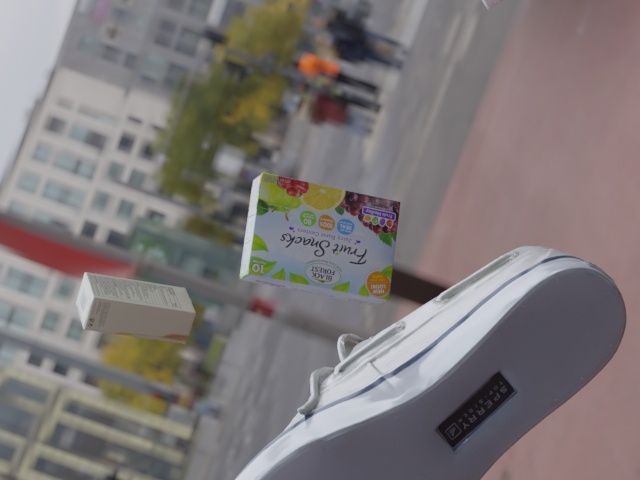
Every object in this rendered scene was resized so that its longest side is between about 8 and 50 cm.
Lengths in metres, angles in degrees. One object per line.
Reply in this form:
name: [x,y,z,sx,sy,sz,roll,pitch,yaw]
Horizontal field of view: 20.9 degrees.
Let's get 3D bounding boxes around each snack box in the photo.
snack box: [0.000,0.000,1.643,0.037,0.141,0.100,153,126,-70]

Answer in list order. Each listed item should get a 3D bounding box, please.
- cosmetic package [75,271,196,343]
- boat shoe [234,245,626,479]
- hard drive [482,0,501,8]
cosmetic package: [-0.195,0.072,1.833,0.060,0.115,0.041,-119,44,-59]
boat shoe: [0.055,0.123,1.351,0.367,0.136,0.156,-40,23,-4]
hard drive: [0.235,-0.365,1.499,0.318,0.210,0.040,-30,35,6]
